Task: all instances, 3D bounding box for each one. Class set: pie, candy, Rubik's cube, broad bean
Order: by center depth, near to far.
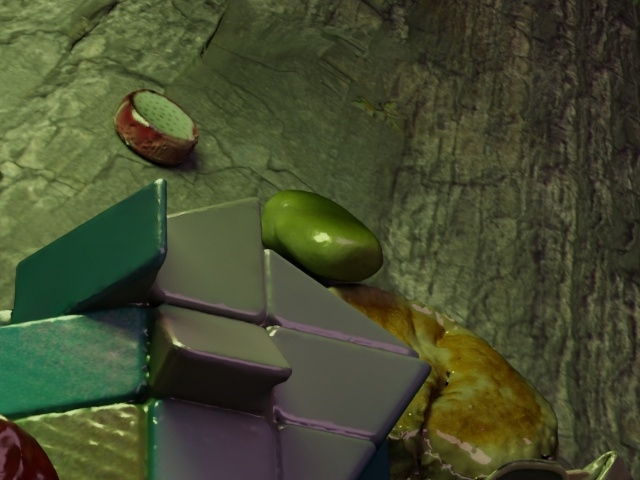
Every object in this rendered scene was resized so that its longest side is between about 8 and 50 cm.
[{"bbox_3d":[-0.130,0.177,1.295,0.368,0.358,0.387,35,39,7],"label":"Rubik's cube"},{"bbox_3d":[0.102,0.164,1.849,0.339,0.077,0.339,20,30,-12],"label":"pie"},{"bbox_3d":[0.000,0.000,1.945,0.124,0.082,0.174,6,21,-40],"label":"broad bean"},{"bbox_3d":[-0.193,-0.134,2.016,0.103,0.043,0.103,26,29,-16],"label":"candy"}]

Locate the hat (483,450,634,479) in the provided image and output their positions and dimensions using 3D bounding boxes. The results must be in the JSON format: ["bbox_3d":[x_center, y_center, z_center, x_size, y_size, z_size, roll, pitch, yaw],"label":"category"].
[{"bbox_3d":[0.250,0.340,1.740,0.226,0.164,0.219,-10,55,-1],"label":"hat"}]

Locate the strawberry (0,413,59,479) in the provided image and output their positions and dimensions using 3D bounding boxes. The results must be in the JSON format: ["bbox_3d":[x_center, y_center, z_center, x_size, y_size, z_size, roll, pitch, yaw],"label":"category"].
[{"bbox_3d":[-0.273,0.262,1.036,0.292,0.292,0.310,39,69,7],"label":"strawberry"}]
